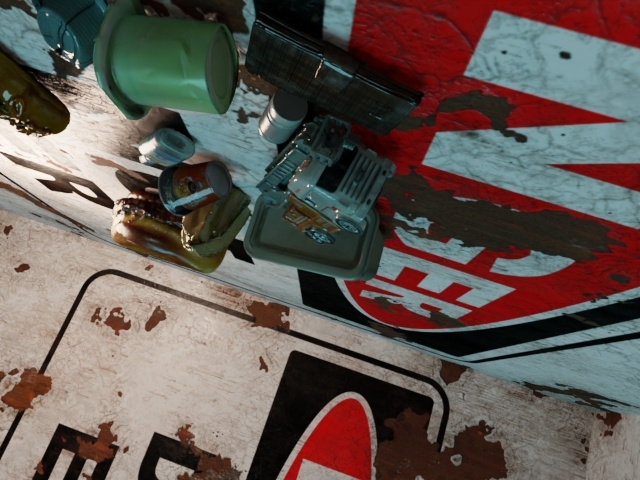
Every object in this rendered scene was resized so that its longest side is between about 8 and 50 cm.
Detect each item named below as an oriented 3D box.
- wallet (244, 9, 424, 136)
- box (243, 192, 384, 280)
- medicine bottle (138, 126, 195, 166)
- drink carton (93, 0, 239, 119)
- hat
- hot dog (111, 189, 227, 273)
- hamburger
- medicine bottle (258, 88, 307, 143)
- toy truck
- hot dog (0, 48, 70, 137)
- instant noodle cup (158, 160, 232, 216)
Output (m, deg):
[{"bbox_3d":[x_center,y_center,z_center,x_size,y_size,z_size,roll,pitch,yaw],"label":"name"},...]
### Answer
[{"bbox_3d":[0.013,-0.215,0.611,0.230,0.042,0.124,25,167,-11],"label":"wallet"},{"bbox_3d":[0.000,0.000,1.094,0.312,0.175,0.182,12,170,23],"label":"box"},{"bbox_3d":[-0.359,-0.204,1.030,0.090,0.053,0.208,27,163,-34],"label":"medicine bottle"},{"bbox_3d":[-0.197,-0.237,0.622,0.142,0.144,0.146,11,162,8],"label":"drink carton"},{"bbox_3d":[-0.359,-0.302,0.663,0.138,0.078,0.191,36,158,-8],"label":"hat"},{"bbox_3d":[-0.506,-0.039,1.471,0.405,0.185,0.223,17,164,10],"label":"hot dog"},{"bbox_3d":[-0.288,-0.043,1.189,0.155,0.207,0.135,1,153,35],"label":"hamburger"},{"bbox_3d":[-0.061,-0.196,0.722,0.058,0.058,0.091,25,162,-16],"label":"medicine bottle"},{"bbox_3d":[-0.004,-0.100,0.811,0.184,0.133,0.338,31,166,-11],"label":"toy truck"},{"bbox_3d":[-0.672,-0.320,0.908,0.158,0.117,0.349,13,161,19],"label":"hot dog"},{"bbox_3d":[-0.285,-0.128,1.065,0.136,0.127,0.127,-10,150,27],"label":"instant noodle cup"}]
